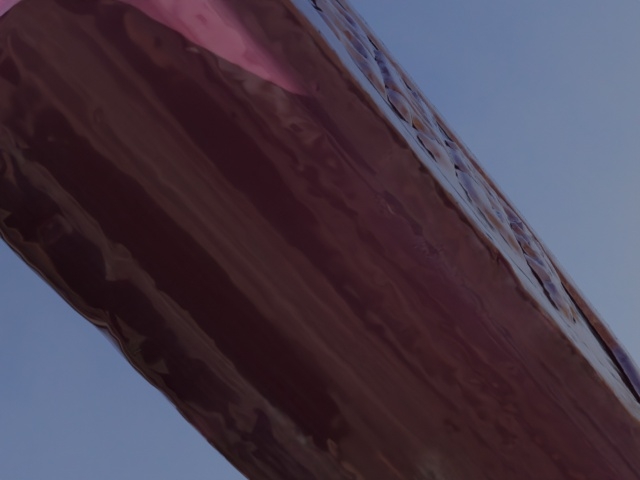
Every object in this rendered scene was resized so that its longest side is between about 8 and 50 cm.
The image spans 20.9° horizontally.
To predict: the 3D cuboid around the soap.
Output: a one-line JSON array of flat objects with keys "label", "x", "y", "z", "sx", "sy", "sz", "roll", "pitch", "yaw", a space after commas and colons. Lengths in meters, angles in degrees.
[{"label": "soap", "x": 0.000, "y": 0.000, "z": 0.665, "sx": 0.128, "sy": 0.359, "sz": 0.233, "roll": -37, "pitch": 27, "yaw": 8}]
